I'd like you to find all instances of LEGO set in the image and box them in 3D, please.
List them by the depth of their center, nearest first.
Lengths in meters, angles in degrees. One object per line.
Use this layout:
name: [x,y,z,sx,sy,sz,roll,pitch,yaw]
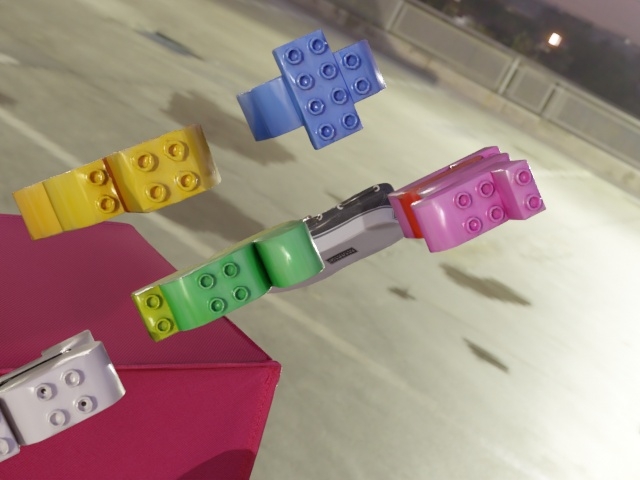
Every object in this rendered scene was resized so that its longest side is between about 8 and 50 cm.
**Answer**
LEGO set: [-0.028,-0.010,0.372,0.087,0.227,0.093,66,-15,-9]

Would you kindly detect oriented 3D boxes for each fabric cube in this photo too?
fabric cube: [-0.221,0.142,0.800,0.254,0.259,0.258,3,21,-37]

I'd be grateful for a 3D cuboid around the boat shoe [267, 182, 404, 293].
boat shoe: [0.000,0.000,0.843,0.049,0.142,0.040,40,34,-52]
